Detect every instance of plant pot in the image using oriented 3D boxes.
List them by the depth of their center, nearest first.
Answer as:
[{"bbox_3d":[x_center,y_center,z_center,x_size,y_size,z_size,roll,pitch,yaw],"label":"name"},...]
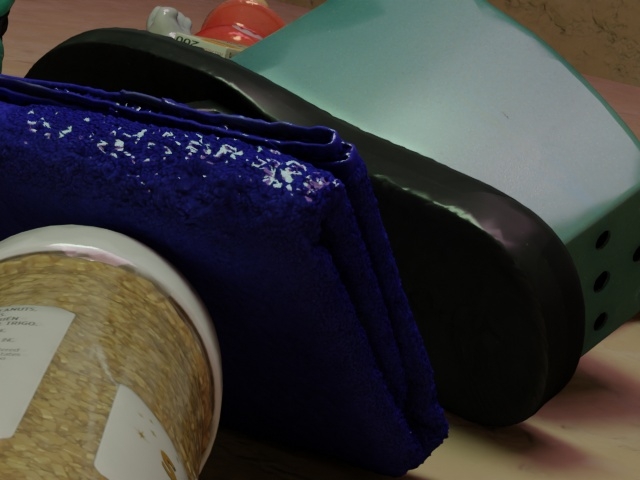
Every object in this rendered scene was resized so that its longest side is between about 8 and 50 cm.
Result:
[{"bbox_3d":[0.083,-0.029,1.084,0.165,0.166,0.234,-34,50,-26],"label":"plant pot"}]

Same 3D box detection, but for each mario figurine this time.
[{"bbox_3d":[-0.072,-0.204,1.887,0.198,0.170,0.320,-25,3,2],"label":"mario figurine"}]

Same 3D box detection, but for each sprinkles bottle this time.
[{"bbox_3d":[-0.095,0.087,0.552,0.121,0.121,0.355,9,12,-3],"label":"sprinkles bottle"}]

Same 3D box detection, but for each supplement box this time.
[{"bbox_3d":[-0.063,-0.136,1.414,0.062,0.036,0.098,21,11,40],"label":"supplement box"}]

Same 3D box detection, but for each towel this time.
[{"bbox_3d":[-0.097,-0.001,0.829,0.308,0.076,0.227,16,-26,26],"label":"towel"}]

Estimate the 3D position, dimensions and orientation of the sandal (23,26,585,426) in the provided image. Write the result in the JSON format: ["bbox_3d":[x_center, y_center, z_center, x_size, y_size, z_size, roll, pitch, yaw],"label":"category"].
[{"bbox_3d":[-0.056,-0.012,1.022,0.446,0.167,0.107,20,39,40],"label":"sandal"}]

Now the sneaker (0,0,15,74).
[{"bbox_3d":[-0.359,-0.219,1.709,0.124,0.178,0.295,5,12,-21],"label":"sneaker"}]
